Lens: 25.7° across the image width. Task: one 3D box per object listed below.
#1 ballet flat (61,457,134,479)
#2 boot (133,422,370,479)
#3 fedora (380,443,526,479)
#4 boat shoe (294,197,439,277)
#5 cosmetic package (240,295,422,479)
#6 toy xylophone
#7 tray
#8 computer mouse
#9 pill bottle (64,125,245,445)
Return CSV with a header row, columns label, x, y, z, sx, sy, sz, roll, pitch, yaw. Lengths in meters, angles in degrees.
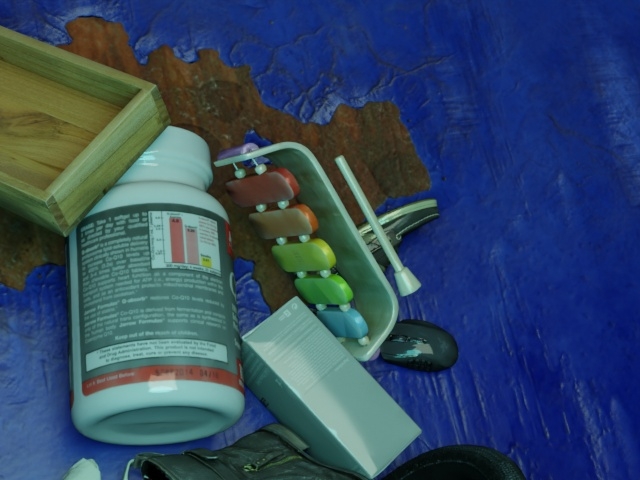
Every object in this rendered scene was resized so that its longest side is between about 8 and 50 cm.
label,x,y,z,sx,sy,sz,roll,pitch,yaw
ballet flat,-0.249,0.315,1.691,0.280,0.095,0.096,2,58,-24
boot,-0.068,0.313,1.652,0.263,0.091,0.229,30,23,32
fedora,0.148,0.416,1.689,0.152,0.334,0.334,48,60,-30
boat shoe,0.067,0.012,1.897,0.223,0.080,0.073,-24,85,-14
cosmetic package,0.003,0.200,1.776,0.107,0.127,0.238,-37,79,-24
toy xylophone,0.000,0.000,1.736,0.081,0.236,0.322,-35,94,-21
tray,-0.406,-0.160,1.738,0.411,0.076,0.203,23,60,30
computer mouse,0.071,0.125,1.869,0.242,0.041,0.071,12,67,-9
pill bottle,-0.209,0.054,1.731,0.210,0.210,0.363,0,67,-14
